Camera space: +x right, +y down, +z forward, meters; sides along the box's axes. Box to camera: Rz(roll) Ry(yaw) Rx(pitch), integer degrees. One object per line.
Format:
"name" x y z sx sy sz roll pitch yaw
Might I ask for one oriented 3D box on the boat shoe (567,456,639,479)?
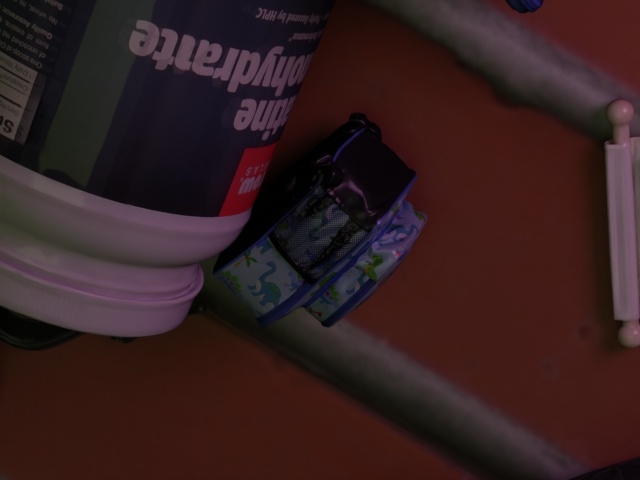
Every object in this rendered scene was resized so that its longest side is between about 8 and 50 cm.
"boat shoe" 0.117 0.213 1.139 0.320 0.118 0.103 -19 99 8

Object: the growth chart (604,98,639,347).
"growth chart" 0.275 -0.001 1.089 0.237 0.021 0.172 6 108 8

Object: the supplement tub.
"supplement tub" -0.103 -0.106 1.027 0.191 0.191 0.272 23 107 2

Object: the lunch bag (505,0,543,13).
"lunch bag" 0.067 -0.266 0.924 0.115 0.243 0.303 -27 102 17

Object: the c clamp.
"c clamp" -0.164 0.001 1.172 0.137 0.022 0.160 -26 103 22

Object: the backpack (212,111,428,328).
"backpack" 0.000 0.000 1.095 0.114 0.105 0.084 -39 96 24
